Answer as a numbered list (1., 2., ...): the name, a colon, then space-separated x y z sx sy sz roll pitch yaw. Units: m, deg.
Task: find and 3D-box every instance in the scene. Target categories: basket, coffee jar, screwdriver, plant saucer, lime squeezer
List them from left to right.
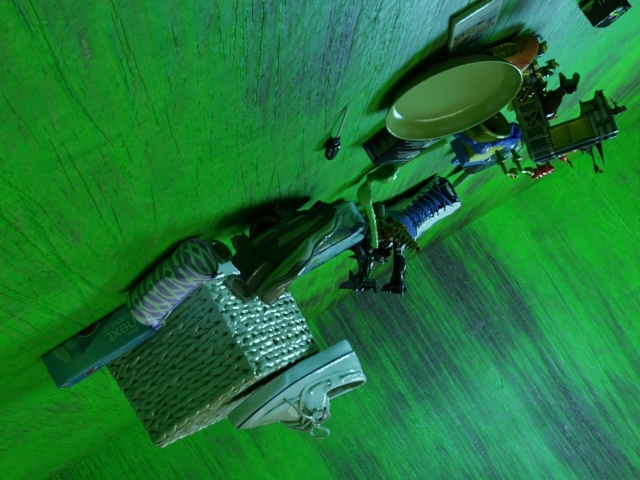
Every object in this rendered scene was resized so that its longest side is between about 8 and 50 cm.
1. basket: -0.228 0.222 1.977 0.331 0.266 0.328 -38 168 23
2. screwdriver: 0.032 -0.174 1.530 0.024 0.025 0.170 -29 170 -20
3. lime squeezer: 0.145 -0.111 1.969 0.310 0.110 0.059 -58 -178 33
4. plant saucer: 0.219 -0.246 1.565 0.240 0.037 0.241 -15 160 -6
5. coffee jar: 0.431 -0.231 2.330 0.184 0.079 0.096 -22 163 -44

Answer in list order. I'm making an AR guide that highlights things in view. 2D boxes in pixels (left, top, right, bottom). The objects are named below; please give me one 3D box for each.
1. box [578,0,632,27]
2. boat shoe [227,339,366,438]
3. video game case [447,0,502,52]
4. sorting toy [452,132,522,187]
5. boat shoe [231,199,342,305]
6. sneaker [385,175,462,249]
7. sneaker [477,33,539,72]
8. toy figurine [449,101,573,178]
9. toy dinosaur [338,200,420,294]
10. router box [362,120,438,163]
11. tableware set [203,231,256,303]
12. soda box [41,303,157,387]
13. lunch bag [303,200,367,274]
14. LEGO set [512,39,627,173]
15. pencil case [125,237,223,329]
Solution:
1. box: 0.528 -0.433 1.721 0.062 0.052 0.083 -40 169 34
2. boat shoe: -0.028 0.343 1.946 0.367 0.156 0.136 -21 163 -50
3. video game case: 0.235 -0.334 1.419 0.087 0.011 0.122 -33 170 -2
4. sorting toy: 0.470 -0.238 2.565 0.208 0.038 0.193 -32 171 -31
5. boat shoe: -0.061 -0.012 1.752 0.132 0.130 0.355 -48 -178 25
6. sneaker: 0.262 -0.087 2.439 0.182 0.127 0.315 -41 174 25
7. sneaker: 0.314 -0.313 1.618 0.175 0.064 0.067 -31 165 -15
8. toy figurine: 0.370 -0.192 2.046 0.217 0.191 0.362 -25 174 39
9. toy dinosaur: 0.134 0.015 2.200 0.164 0.219 0.322 6 180 -3
10. router box: 0.173 -0.201 1.773 0.133 0.046 0.179 -36 169 24
11. tableware set: -0.142 0.047 1.731 0.020 0.141 0.168 -48 165 31
12. soda box: -0.429 0.203 1.807 0.210 0.071 0.067 -32 169 -1
13. lunch bag: 0.000 0.000 2.108 0.219 0.090 0.176 -31 173 -4
14. LEGO set: 0.475 -0.268 1.787 0.192 0.255 0.331 -18 167 16
15. pencil case: -0.267 0.080 1.665 0.206 0.088 0.086 -41 169 36
